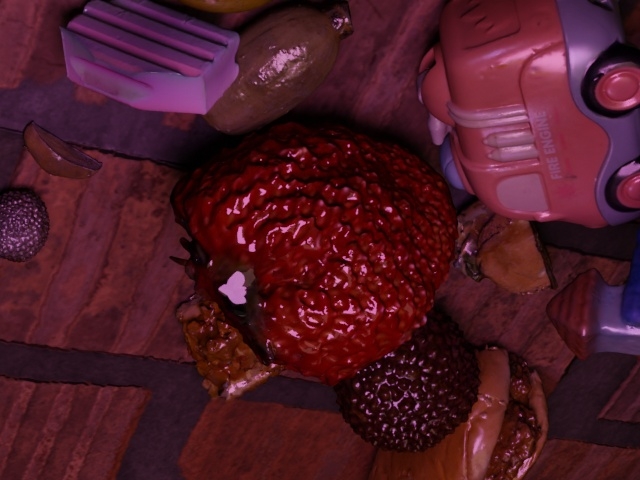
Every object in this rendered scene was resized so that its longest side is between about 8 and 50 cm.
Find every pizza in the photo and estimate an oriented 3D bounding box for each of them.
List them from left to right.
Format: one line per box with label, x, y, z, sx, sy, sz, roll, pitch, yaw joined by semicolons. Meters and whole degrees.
pizza;-0.064;0.068;1.583;0.161;0.085;0.305;15;124;-26

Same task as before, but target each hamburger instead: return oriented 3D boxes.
hamburger;0.178;0.274;1.787;0.155;0.245;0.282;20;79;-24
hamburger;0.200;-0.001;1.603;0.102;0.087;0.176;-16;141;14

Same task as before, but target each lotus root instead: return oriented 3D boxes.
lotus root;-0.044;-0.172;1.377;0.183;0.077;0.090;-33;132;16

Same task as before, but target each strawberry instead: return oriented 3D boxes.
strawberry;-0.001;-0.002;1.397;0.258;0.261;0.261;-35;131;9

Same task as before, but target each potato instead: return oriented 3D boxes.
potato;-0.264;-0.078;1.427;0.037;0.036;0.093;-43;129;18

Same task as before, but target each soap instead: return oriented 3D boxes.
soap;-0.162;-0.172;1.316;0.149;0.100;0.056;22;137;14

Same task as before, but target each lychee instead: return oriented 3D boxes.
lychee;-0.313;-0.014;1.455;0.083;0.068;0.067;-50;166;24
lychee;0.095;0.162;1.644;0.188;0.188;0.188;-8;133;-9

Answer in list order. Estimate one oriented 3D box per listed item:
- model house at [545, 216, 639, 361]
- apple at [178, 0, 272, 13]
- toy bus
model house;0.391;0.052;1.359;0.329;0.251;0.295;5;159;14
apple;-0.081;-0.293;1.204;0.196;0.157;0.196;-8;132;-9
toy bus;0.220;-0.139;1.413;0.232;0.194;0.287;-14;134;7
